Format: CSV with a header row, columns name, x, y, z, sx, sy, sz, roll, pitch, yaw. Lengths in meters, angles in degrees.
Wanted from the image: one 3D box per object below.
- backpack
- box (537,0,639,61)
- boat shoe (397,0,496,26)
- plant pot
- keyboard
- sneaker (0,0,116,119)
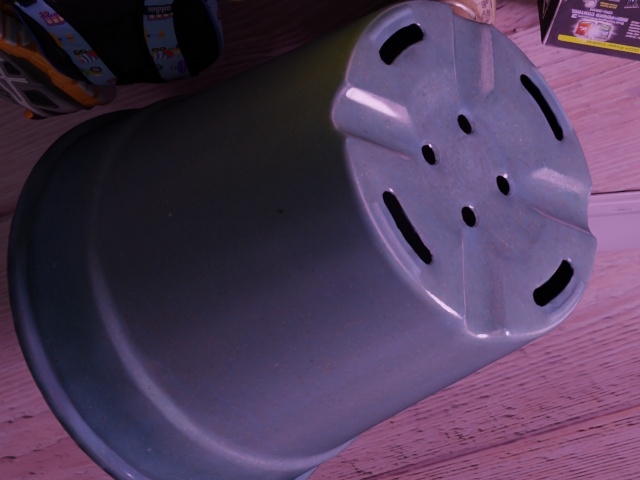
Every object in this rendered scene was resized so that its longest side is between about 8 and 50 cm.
name,x,y,z,sx,sy,sz,roll,pitch,yaw
backpack,-0.148,-0.193,1.469,0.158,0.117,0.173,-6,150,11
box,0.320,-0.220,1.470,0.270,0.060,0.216,8,138,-7
boat shoe,0.109,-0.108,1.574,0.104,0.089,0.285,-9,136,11
plant pot,0.000,0.000,1.463,0.341,0.341,0.334,32,142,-29
keyboard,0.220,-0.013,1.735,0.256,0.014,0.072,-4,142,7
sneaker,-0.255,-0.159,1.536,0.083,0.084,0.215,-22,133,30
